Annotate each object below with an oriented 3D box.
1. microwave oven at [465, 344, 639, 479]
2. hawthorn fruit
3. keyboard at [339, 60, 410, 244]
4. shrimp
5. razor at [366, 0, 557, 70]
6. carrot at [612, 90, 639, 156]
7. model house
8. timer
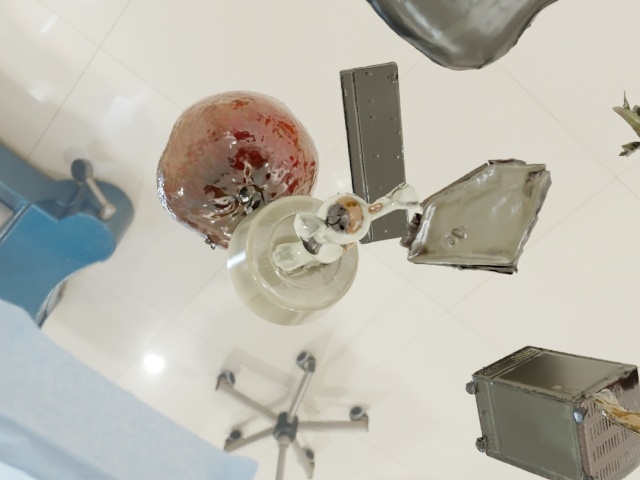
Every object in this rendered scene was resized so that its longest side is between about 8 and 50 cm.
[{"bbox_3d":[0.410,0.310,1.114,0.178,0.247,0.188,-13,99,-31],"label":"microwave oven"},{"bbox_3d":[-0.141,-0.154,1.162,0.284,0.369,0.285,0,124,1],"label":"hawthorn fruit"},{"bbox_3d":[0.091,-0.134,1.060,0.100,0.018,0.310,-11,119,-3],"label":"keyboard"},{"bbox_3d":[0.480,0.235,0.941,0.169,0.296,0.058,15,103,11],"label":"shrimp"},{"bbox_3d":[0.077,-0.303,0.525,0.349,0.113,0.204,33,112,-29],"label":"razor"},{"bbox_3d":[0.581,-0.118,0.879,0.193,0.331,0.214,-12,123,-42],"label":"carrot"},{"bbox_3d":[0.378,-0.059,1.581,0.297,0.282,0.317,19,94,12],"label":"model house"},{"bbox_3d":[0.000,0.000,0.771,0.175,0.175,0.266,26,158,-13],"label":"timer"}]
